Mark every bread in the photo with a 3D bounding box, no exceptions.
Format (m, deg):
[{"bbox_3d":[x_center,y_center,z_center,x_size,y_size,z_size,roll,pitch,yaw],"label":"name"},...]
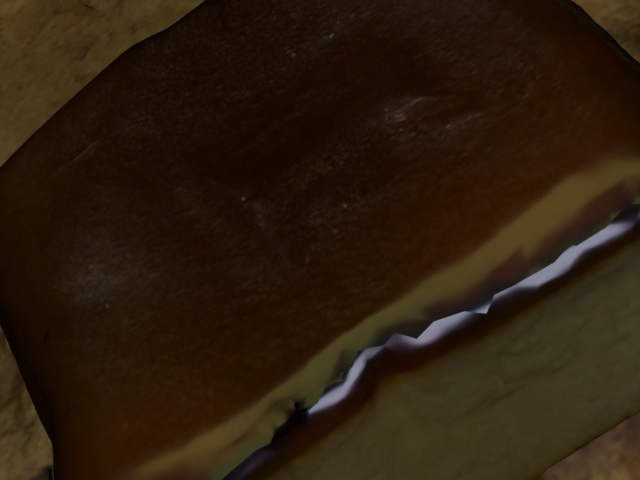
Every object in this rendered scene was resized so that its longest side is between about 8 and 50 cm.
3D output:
[{"bbox_3d":[0.000,0.000,0.760,0.324,0.143,0.333,-36,40,2],"label":"bread"}]
